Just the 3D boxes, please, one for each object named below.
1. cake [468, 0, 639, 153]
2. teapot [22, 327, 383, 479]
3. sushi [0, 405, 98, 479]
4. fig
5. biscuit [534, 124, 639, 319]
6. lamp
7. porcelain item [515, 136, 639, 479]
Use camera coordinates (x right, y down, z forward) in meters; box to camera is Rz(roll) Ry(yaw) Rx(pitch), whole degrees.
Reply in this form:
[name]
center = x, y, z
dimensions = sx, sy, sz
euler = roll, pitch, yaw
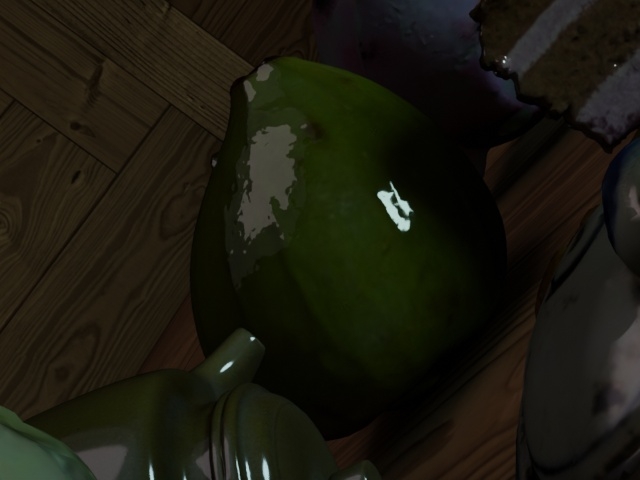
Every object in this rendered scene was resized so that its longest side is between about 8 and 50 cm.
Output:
[cake]
center = 0.205, -0.184, 0.890
dimensions = 0.295, 0.116, 0.113
euler = -50, 2, -7
[teapot]
center = -0.050, 0.158, 0.801
dimensions = 0.175, 0.185, 0.267
euler = -22, 49, 15
[sushi]
center = -0.209, 0.207, 0.602
dimensions = 0.351, 0.396, 0.240
euler = -48, -7, -9
[fig]
center = 0.000, 0.000, 1.004
dimensions = 0.203, 0.225, 0.203
euler = -31, -2, -1
[biscuit]
center = 0.166, -0.026, 0.731
dimensions = 0.226, 0.042, 0.226
euler = -54, 7, 9
[lamp]
center = 0.139, -0.189, 1.209
dimensions = 0.247, 0.247, 0.301
euler = 11, 42, 39
[porcelain item]
center = 0.081, 0.106, 0.338
dimensions = 0.186, 0.138, 0.288
euler = 105, -171, -56
